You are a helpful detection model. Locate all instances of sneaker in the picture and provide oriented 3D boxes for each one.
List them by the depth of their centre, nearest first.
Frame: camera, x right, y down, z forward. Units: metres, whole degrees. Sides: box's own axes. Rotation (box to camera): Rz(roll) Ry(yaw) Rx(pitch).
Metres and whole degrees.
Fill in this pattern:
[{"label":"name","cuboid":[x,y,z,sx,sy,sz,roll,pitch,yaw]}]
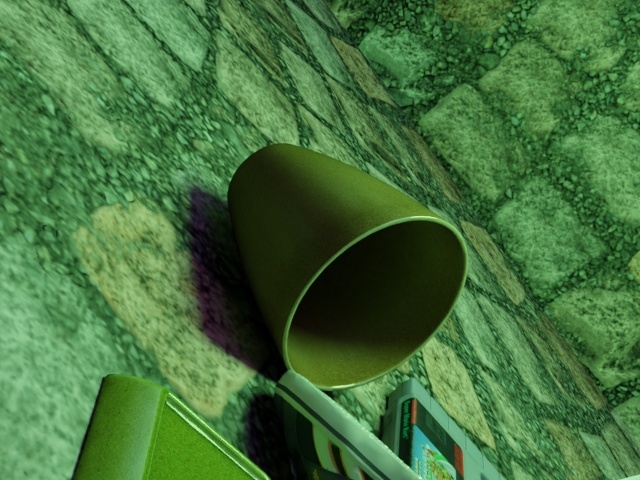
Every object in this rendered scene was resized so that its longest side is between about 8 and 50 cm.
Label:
[{"label":"sneaker","cuboid":[0.030,0.242,0.927,0.321,0.127,0.126,36,-6,47]}]

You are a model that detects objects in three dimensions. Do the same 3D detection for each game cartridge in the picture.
[{"label":"game cartridge","cuboid":[0.155,0.324,1.159,0.230,0.068,0.355,53,18,-14]}]

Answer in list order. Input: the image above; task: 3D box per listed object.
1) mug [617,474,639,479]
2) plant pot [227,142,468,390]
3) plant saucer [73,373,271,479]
[{"label":"mug","cuboid":[0.399,0.465,1.147,0.374,0.276,0.328,-3,75,-62]},{"label":"plant pot","cuboid":[0.000,0.000,1.160,0.237,0.237,0.254,30,14,-49]},{"label":"plant saucer","cuboid":[-0.100,0.203,0.778,0.188,0.045,0.188,45,20,-21]}]
